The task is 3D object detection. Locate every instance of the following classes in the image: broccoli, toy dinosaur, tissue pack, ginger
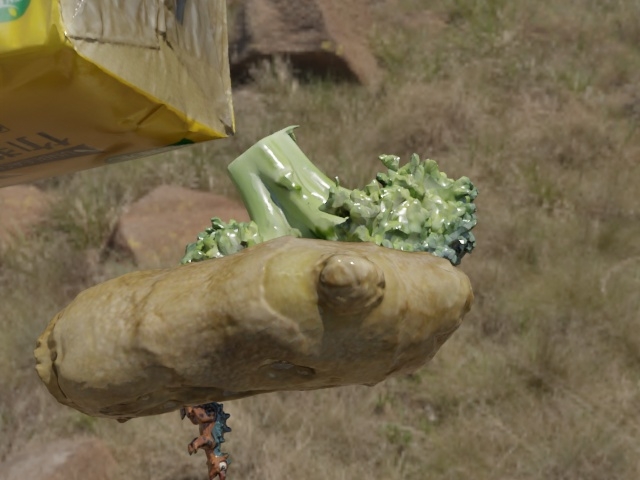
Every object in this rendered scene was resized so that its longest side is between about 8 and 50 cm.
[{"bbox_3d":[0.000,0.024,1.188,0.317,0.338,0.277,27,5,9],"label":"broccoli"},{"bbox_3d":[-0.135,0.211,1.157,0.055,0.154,0.049,-7,-11,-18],"label":"toy dinosaur"},{"bbox_3d":[-0.304,-0.178,0.877,0.382,0.228,0.293,-10,-12,19],"label":"tissue pack"},{"bbox_3d":[-0.048,0.067,0.779,0.354,0.126,0.190,-11,-16,-3],"label":"ginger"}]
